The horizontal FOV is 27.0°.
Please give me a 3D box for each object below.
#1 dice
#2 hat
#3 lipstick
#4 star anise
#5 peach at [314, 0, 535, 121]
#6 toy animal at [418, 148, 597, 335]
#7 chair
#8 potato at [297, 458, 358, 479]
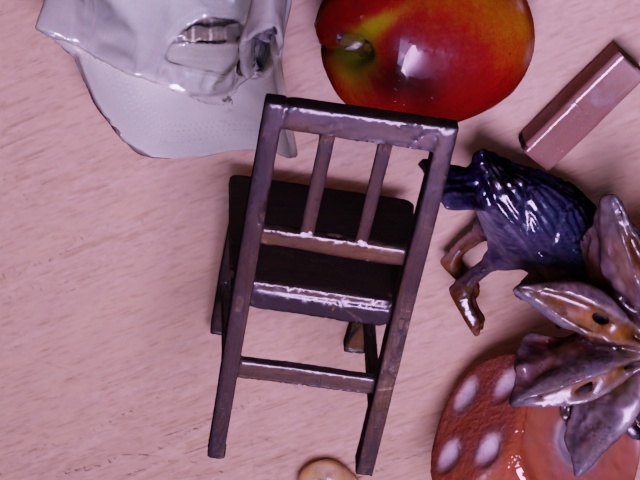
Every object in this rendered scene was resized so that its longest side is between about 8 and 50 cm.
[{"bbox_3d":[0.238,0.241,1.514,0.175,0.174,0.179,29,154,-23],"label":"dice"},{"bbox_3d":[-0.112,-0.204,1.357,0.257,0.168,0.301,5,144,23],"label":"hat"},{"bbox_3d":[0.277,-0.143,1.427,0.045,0.045,0.145,38,111,-16],"label":"lipstick"},{"bbox_3d":[0.331,0.096,1.398,0.331,0.117,0.332,-4,103,-20],"label":"star anise"},{"bbox_3d":[0.110,-0.207,1.350,0.196,0.226,0.190,-29,80,50],"label":"peach"},{"bbox_3d":[0.218,0.001,1.458,0.185,0.122,0.298,-27,125,17],"label":"toy animal"},{"bbox_3d":[0.000,0.000,1.368,0.203,0.241,0.416,9,121,-5],"label":"chair"},{"bbox_3d":[0.013,0.307,1.650,0.083,0.062,0.068,24,132,-35],"label":"potato"}]
